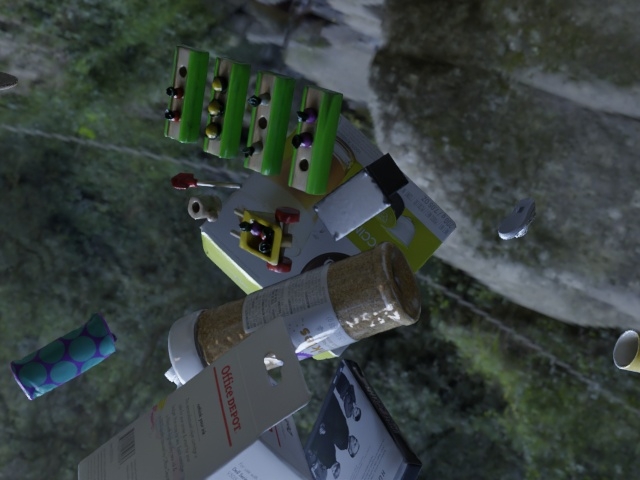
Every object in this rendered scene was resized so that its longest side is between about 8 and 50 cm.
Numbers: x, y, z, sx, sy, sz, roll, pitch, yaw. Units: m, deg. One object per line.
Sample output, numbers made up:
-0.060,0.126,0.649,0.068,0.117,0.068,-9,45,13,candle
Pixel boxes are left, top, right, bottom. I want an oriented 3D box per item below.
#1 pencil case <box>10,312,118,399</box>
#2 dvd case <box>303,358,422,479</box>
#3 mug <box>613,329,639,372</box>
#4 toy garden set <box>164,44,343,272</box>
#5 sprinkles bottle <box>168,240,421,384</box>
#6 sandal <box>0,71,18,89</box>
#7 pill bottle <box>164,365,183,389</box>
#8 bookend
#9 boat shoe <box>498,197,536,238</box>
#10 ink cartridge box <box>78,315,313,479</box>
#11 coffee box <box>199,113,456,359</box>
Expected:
-0.374,0.168,1.371,0.070,0.151,0.064,51,166,37,pencil case
0.043,0.291,1.221,0.029,0.179,0.239,14,-161,-25,dvd case
0.499,0.182,1.448,0.064,0.062,0.078,21,-148,-15,mug
-0.099,-0.091,1.037,0.244,0.204,0.049,23,-159,36,toy garden set
-0.040,0.113,1.325,0.355,0.121,0.121,-22,165,21,sprinkles bottle
-0.561,-0.205,1.416,0.088,0.079,0.240,23,-157,19,sandal
-0.227,0.312,1.911,0.184,0.103,0.103,46,-177,2,pill bottle
0.094,-0.088,1.542,0.072,0.157,0.156,55,139,0,bookend
0.282,-0.023,1.329,0.035,0.035,0.100,-5,-153,34,boat shoe
-0.139,0.278,1.200,0.119,0.353,0.207,49,-172,-29,ink cartridge box
0.000,0.000,1.812,0.337,0.334,0.338,44,170,1,coffee box
